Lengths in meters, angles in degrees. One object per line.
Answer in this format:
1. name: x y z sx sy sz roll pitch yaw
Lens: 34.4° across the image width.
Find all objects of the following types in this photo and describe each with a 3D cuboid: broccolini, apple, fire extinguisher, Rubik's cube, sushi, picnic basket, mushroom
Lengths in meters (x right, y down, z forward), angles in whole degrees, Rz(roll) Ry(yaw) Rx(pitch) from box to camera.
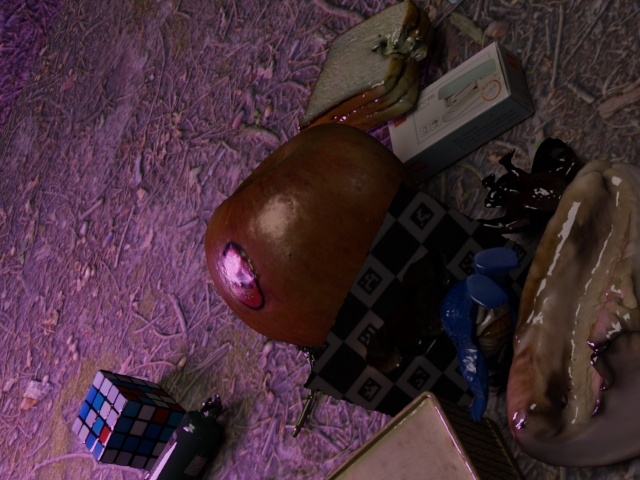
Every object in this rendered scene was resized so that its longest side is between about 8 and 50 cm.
1. broccolini: -0.027 0.272 1.939 0.052 0.054 0.194 -4 69 26
2. apple: 0.000 0.000 1.801 0.400 0.333 0.400 -37 12 9
3. fire extinguisher: -0.269 0.422 2.087 0.093 0.118 0.294 34 99 14
4. Rubik's cube: -0.412 0.384 2.211 0.155 0.154 0.151 31 96 51
5. sushi: 0.154 0.109 1.617 0.069 0.320 0.339 31 97 58
6. picnic basket: 0.150 0.417 1.577 0.313 0.175 0.228 -44 44 18
7. mushroom: 0.408 0.091 1.465 0.313 0.224 0.397 122 161 -45

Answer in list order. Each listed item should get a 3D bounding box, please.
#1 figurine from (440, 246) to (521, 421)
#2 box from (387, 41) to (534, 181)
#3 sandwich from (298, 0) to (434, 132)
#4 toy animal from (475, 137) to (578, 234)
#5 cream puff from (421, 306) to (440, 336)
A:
1. figurine: 0.244 0.136 1.573 0.121 0.164 0.262 19 123 29
2. box: 0.244 -0.225 1.855 0.269 0.079 0.135 -31 50 34
3. sandwich: 0.097 -0.324 1.986 0.249 0.095 0.273 -24 36 41
4. toy animal: 0.354 -0.071 1.674 0.180 0.116 0.218 32 66 23
5. cream puff: 0.163 0.140 1.725 0.104 0.133 0.119 18 51 29
